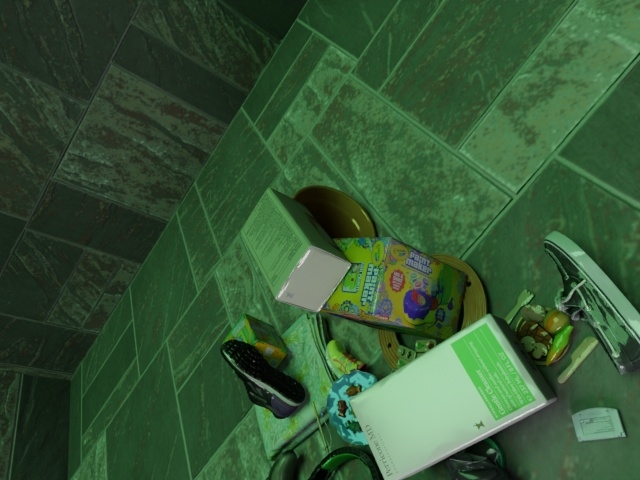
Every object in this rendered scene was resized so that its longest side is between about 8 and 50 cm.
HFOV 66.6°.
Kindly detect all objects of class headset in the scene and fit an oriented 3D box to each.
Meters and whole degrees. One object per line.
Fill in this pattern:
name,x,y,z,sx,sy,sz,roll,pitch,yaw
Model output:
headset,0.036,0.722,1.220,0.394,0.185,0.243,-53,31,-8

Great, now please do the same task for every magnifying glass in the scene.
magnifying glass,0.310,0.444,1.090,0.231,0.026,0.092,30,95,54

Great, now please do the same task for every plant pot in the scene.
plant pot,0.000,0.000,1.530,0.203,0.291,0.291,126,145,-45

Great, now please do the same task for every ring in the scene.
ring,0.281,0.197,1.256,0.337,0.032,0.336,-27,53,41

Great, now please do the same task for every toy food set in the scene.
toy food set,0.462,0.194,1.026,0.132,0.038,0.192,-58,37,11

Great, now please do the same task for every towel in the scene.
towel,-0.086,0.447,1.523,0.374,0.090,0.320,-47,40,24

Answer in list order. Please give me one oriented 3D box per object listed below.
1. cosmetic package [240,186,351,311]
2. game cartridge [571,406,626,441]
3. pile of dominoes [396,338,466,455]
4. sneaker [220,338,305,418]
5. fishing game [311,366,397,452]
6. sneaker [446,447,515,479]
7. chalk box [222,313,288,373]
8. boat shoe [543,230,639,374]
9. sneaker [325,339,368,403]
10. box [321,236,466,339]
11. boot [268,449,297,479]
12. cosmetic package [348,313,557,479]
cosmetic package,-0.069,0.015,1.167,0.153,0.129,0.296,-54,37,15
game cartridge,0.514,0.339,0.903,0.083,0.017,0.056,-28,54,40
pile of dominoes,0.247,0.363,1.149,0.196,0.040,0.251,-15,62,44
sneaker,-0.191,0.412,1.409,0.124,0.283,0.107,-54,-5,25
fishing game,0.096,0.432,1.269,0.264,0.041,0.189,-25,65,20
sneaker,0.284,0.527,0.990,0.268,0.101,0.153,-40,60,23
chalk box,-0.220,0.333,1.571,0.132,0.132,0.213,-56,33,6
boat shoe,0.513,0.114,0.947,0.105,0.113,0.306,-36,54,14
sneaker,0.089,0.358,1.370,0.094,0.081,0.208,-48,51,23
box,0.147,0.117,1.194,0.279,0.290,0.177,-2,69,52
boot,-0.085,0.744,1.384,0.161,0.083,0.246,22,94,47
cosmetic package,0.269,0.333,1.022,0.365,0.155,0.197,-38,60,18
